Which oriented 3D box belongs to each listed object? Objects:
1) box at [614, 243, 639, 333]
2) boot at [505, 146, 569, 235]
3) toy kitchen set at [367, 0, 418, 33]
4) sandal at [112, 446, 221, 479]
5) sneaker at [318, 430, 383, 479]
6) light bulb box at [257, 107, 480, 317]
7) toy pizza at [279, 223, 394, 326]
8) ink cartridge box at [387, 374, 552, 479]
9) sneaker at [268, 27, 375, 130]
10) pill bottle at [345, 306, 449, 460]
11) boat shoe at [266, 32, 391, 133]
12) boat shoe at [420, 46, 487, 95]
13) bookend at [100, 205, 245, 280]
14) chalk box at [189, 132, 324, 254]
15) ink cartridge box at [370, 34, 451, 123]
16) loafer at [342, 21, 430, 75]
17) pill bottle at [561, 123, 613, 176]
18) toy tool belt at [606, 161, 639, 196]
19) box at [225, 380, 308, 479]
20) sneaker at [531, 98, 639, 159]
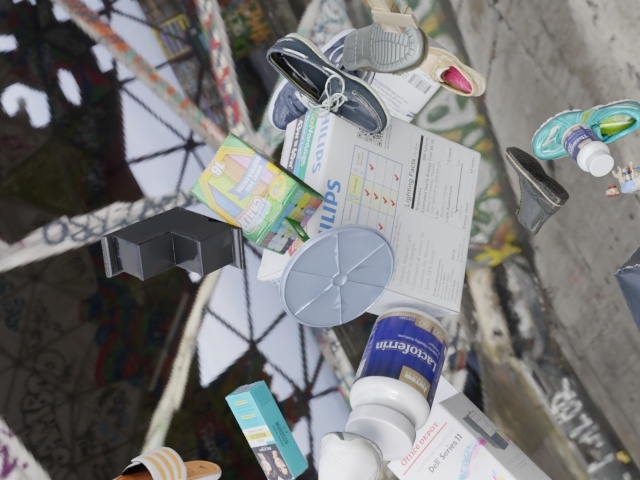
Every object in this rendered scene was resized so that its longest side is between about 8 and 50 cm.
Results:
[{"bbox_3d":[0.939,0.153,1.941,0.297,0.472,0.480,-19,101,46],"label":"box"},{"bbox_3d":[0.496,-0.121,2.167,0.198,0.077,0.137,55,136,28],"label":"boot"},{"bbox_3d":[0.121,-0.353,1.288,0.068,0.075,0.083,18,163,33],"label":"toy kitchen set"},{"bbox_3d":[-0.284,0.419,1.647,0.265,0.102,0.076,4,-85,-58],"label":"sandal"},{"bbox_3d":[0.043,0.445,1.515,0.129,0.111,0.297,-72,-14,-51],"label":"sneaker"},{"bbox_3d":[0.102,-0.052,1.796,0.225,0.361,0.358,-20,55,59],"label":"light bulb box"},{"bbox_3d":[0.025,0.055,1.428,0.032,0.201,0.201,56,171,49],"label":"toy pizza"},{"bbox_3d":[0.288,0.467,1.848,0.353,0.207,0.119,44,-154,23],"label":"ink cartridge box"},{"bbox_3d":[0.006,-0.329,1.907,0.099,0.282,0.153,39,-168,-32],"label":"sneaker"},{"bbox_3d":[0.142,0.266,1.653,0.153,0.153,0.265,67,-147,-37],"label":"pill bottle"},{"bbox_3d":[0.014,-0.274,1.595,0.254,0.079,0.095,43,135,-1],"label":"boat shoe"},{"bbox_3d":[0.258,-0.346,1.811,0.170,0.059,0.063,31,124,22],"label":"boat shoe"},{"bbox_3d":[-0.226,0.019,1.374,0.157,0.156,0.072,17,121,37],"label":"bookend"},{"bbox_3d":[-0.092,-0.067,1.534,0.213,0.132,0.132,37,-176,21],"label":"chalk box"},{"bbox_3d":[0.185,-0.429,2.362,0.211,0.289,0.121,33,-153,-17],"label":"ink cartridge box"},{"bbox_3d":[0.124,-0.330,1.514,0.251,0.087,0.094,-155,69,-64],"label":"loafer"},{"bbox_3d":[0.536,-0.179,1.769,0.120,0.067,0.067,-109,-4,-54],"label":"pill bottle"},{"bbox_3d":[0.501,-0.104,1.431,0.052,0.083,0.051,0,-102,-51],"label":"toy tool belt"},{"bbox_3d":[-0.133,0.471,2.175,0.100,0.060,0.244,-23,96,44],"label":"box"},{"bbox_3d":[0.627,-0.261,2.080,0.107,0.275,0.110,65,-156,-12],"label":"sneaker"}]
